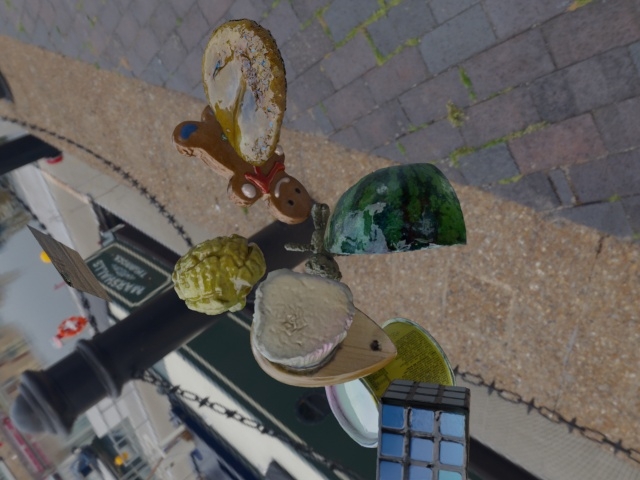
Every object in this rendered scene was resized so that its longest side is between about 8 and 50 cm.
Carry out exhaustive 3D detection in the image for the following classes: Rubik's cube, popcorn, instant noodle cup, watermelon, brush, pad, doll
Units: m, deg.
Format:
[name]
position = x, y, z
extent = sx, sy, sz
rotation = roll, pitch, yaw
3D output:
[Rubik's cube]
position = 0.197, 0.363, 1.019
extent = 0.160, 0.163, 0.162
rotation = 3, 89, 16
[popcorn]
position = -0.254, 0.085, 1.349
extent = 0.200, 0.226, 0.203
rotation = 36, 153, -11
[instant noodle cup]
position = 0.185, 0.414, 1.542
extent = 0.325, 0.254, 0.326
rotation = 31, 132, 43
[watermelon]
position = 0.166, -0.079, 1.343
extent = 0.319, 0.292, 0.222
rotation = -165, 75, -83
[brush]
position = 0.013, 0.155, 0.919
extent = 0.266, 0.174, 0.166
rotation = 11, 154, -6
[pad]
position = -0.536, 0.056, 1.183
extent = 0.160, 0.009, 0.265
rotation = 51, 169, 9
[doll]
position = 0.015, 0.007, 1.732
extent = 0.202, 0.286, 0.091
rotation = 37, 133, -5

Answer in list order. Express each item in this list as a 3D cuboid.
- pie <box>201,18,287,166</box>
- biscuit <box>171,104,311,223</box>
[pie]
position = -0.137, -0.271, 1.006
extent = 0.273, 0.069, 0.274
rotation = 29, 128, 45
[biscuit]
position = -0.143, -0.159, 1.153
extent = 0.324, 0.205, 0.049
rotation = 45, 134, -9
